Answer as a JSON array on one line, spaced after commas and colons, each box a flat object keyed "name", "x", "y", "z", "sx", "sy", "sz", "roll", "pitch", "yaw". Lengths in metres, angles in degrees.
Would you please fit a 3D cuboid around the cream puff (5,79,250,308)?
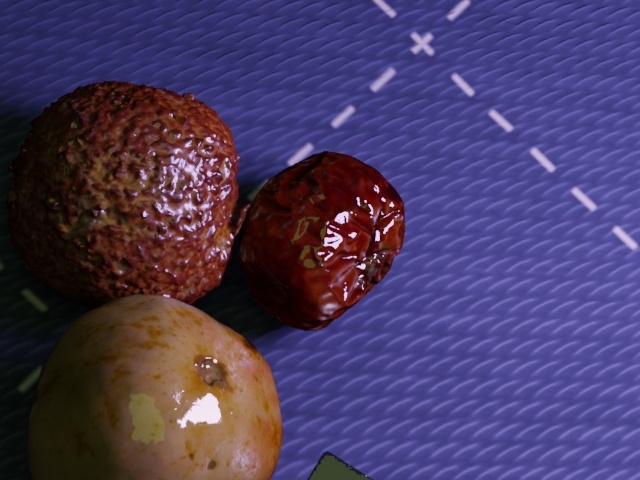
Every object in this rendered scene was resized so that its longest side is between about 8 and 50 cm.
[{"name": "cream puff", "x": -0.263, "y": -0.066, "z": 1.901, "sx": 0.350, "sy": 0.229, "sz": 0.350, "roll": -2, "pitch": 74, "yaw": 5}]

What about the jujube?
[{"name": "jujube", "x": 0.000, "y": 0.000, "z": 1.964, "sx": 0.213, "sy": 0.213, "sz": 0.232, "roll": 43, "pitch": 62, "yaw": 7}]

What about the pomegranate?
[{"name": "pomegranate", "x": -0.224, "y": 0.231, "z": 1.801, "sx": 0.342, "sy": 0.342, "sz": 0.343, "roll": 3, "pitch": 70, "yaw": -8}]

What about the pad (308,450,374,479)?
[{"name": "pad", "x": 0.018, "y": 0.429, "z": 1.915, "sx": 0.170, "sy": 0.006, "sz": 0.245, "roll": 31, "pitch": 68, "yaw": 4}]
